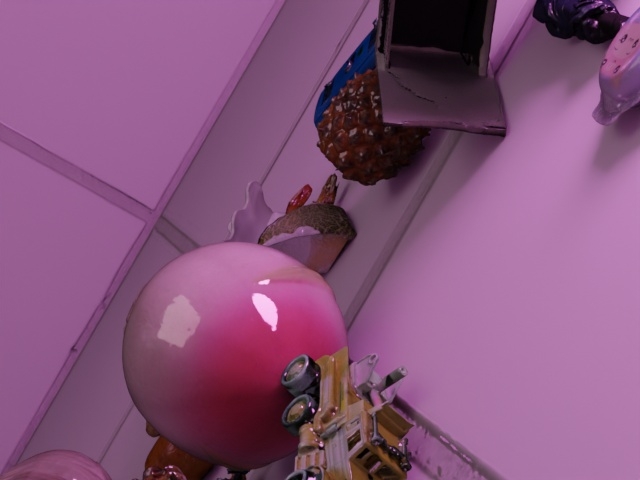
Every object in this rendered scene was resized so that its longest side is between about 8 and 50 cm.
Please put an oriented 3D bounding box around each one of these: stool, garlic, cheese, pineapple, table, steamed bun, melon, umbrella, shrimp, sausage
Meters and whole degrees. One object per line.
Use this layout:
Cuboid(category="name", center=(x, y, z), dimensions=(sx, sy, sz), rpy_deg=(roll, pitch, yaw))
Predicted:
Cuboid(category="stool", center=(0.166, -0.306, 1.696), dimensions=(0.269, 0.170, 0.243), rpy_deg=(-88, 2, -60))
Cuboid(category="garlic", center=(-0.456, 0.512, 2.187), dimensions=(0.317, 0.259, 0.317), rpy_deg=(-54, -13, -18))
Cuboid(category="cheese", center=(0.357, -0.223, 1.334), dimensions=(0.244, 0.052, 0.135), rpy_deg=(-57, 16, 11))
Cuboid(category="pineapple", center=(0.090, -0.178, 1.912), dimensions=(0.193, 0.166, 0.166), rpy_deg=(-54, 16, 24))
Cuboid(category="table", center=(-0.108, 0.014, 2.173), dimensions=(0.166, 0.166, 0.198), rpy_deg=(-44, 18, 45))
Cuboid(category="steamed bun", center=(-0.092, 0.153, 1.635), dimensions=(0.309, 0.309, 0.309), rpy_deg=(-53, 17, 23))
Cuboid(category="melon", center=(0.002, -0.004, 2.034), dimensions=(0.139, 0.093, 0.202), rpy_deg=(-3, 22, 41))
Cuboid(category="umbrella", center=(0.320, -0.257, 1.524), dimensions=(0.071, 0.071, 0.248), rpy_deg=(-57, 22, 9))
Cuboid(category="shrimp", center=(-0.019, -0.054, 2.133), dimensions=(0.045, 0.095, 0.162), rpy_deg=(-9, 53, 54))
Cuboid(category="sausage", center=(-0.175, 0.278, 1.997), dimensions=(0.270, 0.109, 0.109), rpy_deg=(-54, 16, 19))

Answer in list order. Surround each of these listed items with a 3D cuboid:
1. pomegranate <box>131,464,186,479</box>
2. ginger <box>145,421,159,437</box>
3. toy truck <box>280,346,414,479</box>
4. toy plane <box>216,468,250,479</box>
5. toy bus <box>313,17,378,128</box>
Cuboid(category="pomegranate", center=(-0.175, 0.378, 1.581), dimensions=(0.202, 0.248, 0.202), rpy_deg=(-12, 31, 7))
Cuboid(category="ginger", center=(-0.251, 0.209, 2.422), dimensions=(0.148, 0.081, 0.333), rpy_deg=(1, 62, 55))
Cuboid(category="toy truck", center=(0.038, 0.216, 1.409), dimensions=(0.135, 0.128, 0.259), rpy_deg=(-36, 24, 26))
Cuboid(category="toy plane", center=(-0.114, 0.355, 1.732), dimensions=(0.189, 0.061, 0.130), rpy_deg=(-30, 32, 61))
Cuboid(category="toy bus", center=(0.099, -0.254, 2.053), dimensions=(0.246, 0.134, 0.113), rpy_deg=(-48, 19, 40))
